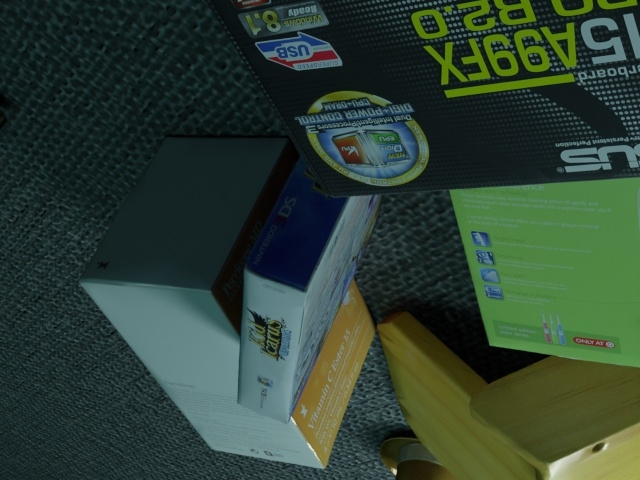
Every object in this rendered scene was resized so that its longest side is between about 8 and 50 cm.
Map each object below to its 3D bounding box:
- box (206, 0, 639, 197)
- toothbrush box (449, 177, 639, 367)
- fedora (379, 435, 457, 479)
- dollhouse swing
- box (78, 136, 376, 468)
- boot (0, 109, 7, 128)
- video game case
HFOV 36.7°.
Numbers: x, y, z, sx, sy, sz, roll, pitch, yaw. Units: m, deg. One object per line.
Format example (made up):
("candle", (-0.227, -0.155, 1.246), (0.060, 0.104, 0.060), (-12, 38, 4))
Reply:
("box", (0.079, -0.123, 0.531), (0.270, 0.060, 0.216), (-1, 138, 33))
("toothbrush box", (0.232, -0.033, 0.817), (0.206, 0.122, 0.283), (5, 134, 31))
("fedora", (0.168, 0.375, 1.477), (0.194, 0.079, 0.194), (16, 146, 12))
("dollhouse swing", (0.286, 0.207, 1.199), (0.315, 0.305, 0.346), (-24, 137, -5))
("box", (-0.086, 0.076, 1.112), (0.168, 0.215, 0.345), (3, 141, 28))
("boot", (-0.468, -0.194, 1.111), (0.198, 0.077, 0.137), (16, 140, 11))
("video game case", (0.000, 0.000, 0.907), (0.061, 0.269, 0.244), (19, 145, 9))
